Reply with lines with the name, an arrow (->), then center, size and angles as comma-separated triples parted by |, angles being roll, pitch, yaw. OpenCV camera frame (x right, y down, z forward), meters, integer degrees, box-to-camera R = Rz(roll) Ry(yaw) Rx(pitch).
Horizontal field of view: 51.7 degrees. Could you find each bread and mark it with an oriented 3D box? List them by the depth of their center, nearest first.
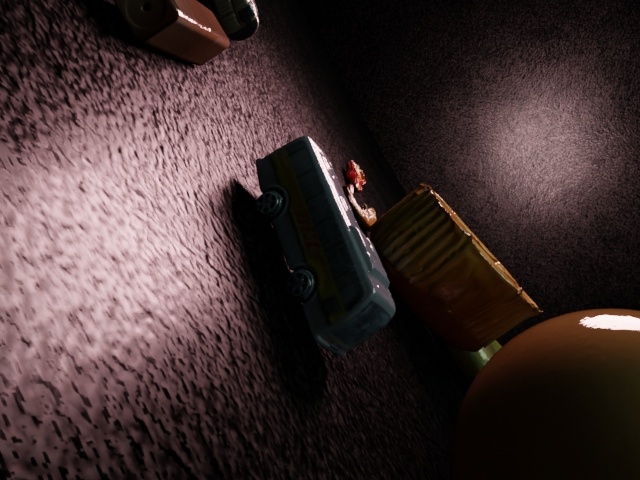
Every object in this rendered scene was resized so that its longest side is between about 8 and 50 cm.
bread -> 0.206, 0.058, 1.067 | 0.288, 0.156, 0.204 | 42, 14, -22

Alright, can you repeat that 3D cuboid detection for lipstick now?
lipstick -> -0.125, -0.189, 0.578 | 0.045, 0.045, 0.145 | 58, 10, -2

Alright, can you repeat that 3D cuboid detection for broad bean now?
broad bean -> 0.291, 0.212, 1.218 | 0.228, 0.100, 0.169 | 55, 14, -7

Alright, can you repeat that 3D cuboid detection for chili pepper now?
chili pepper -> 0.065, -0.113, 1.240 | 0.045, 0.027, 0.178 | 52, 13, -18

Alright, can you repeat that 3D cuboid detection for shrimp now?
shrimp -> 0.071, -0.059, 1.137 | 0.091, 0.025, 0.127 | 58, 14, 0

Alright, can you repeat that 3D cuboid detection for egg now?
egg -> 0.277, 0.225, 0.622 | 0.374, 0.301, 0.301 | 64, 4, -52

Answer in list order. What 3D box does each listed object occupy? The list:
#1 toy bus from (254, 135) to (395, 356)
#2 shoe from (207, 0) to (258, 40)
toy bus -> 0.000, 0.000, 0.563 | 0.064, 0.075, 0.190 | 45, 18, -54
shoe -> -0.129, -0.342, 0.894 | 0.143, 0.064, 0.071 | 59, 12, -16
